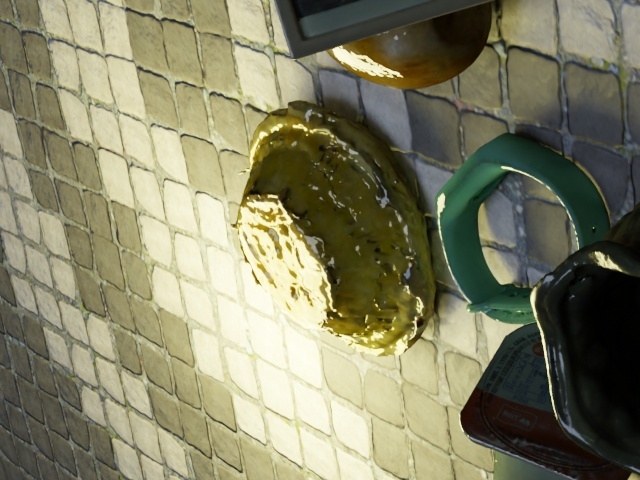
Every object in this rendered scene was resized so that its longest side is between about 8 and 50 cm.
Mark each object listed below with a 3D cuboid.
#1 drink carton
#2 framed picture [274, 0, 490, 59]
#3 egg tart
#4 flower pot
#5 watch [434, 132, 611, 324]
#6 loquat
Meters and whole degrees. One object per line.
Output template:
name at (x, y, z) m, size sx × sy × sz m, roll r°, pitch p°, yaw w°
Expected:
drink carton at (0.265, 0.218, 1.828) m, size 0.185 × 0.191 × 0.189 m, roll 16°, pitch 141°, yaw 23°
framed picture at (0.089, -0.322, 1.624) m, size 0.024 × 0.315 × 0.232 m, roll -82°, pitch -26°, yaw -76°
egg tart at (0.000, 0.001, 2.094) m, size 0.341 × 0.132 × 0.341 m, roll 34°, pitch 139°, yaw 37°
flower pot at (0.351, 0.101, 1.577) m, size 0.302 × 0.213 × 0.302 m, roll 33°, pitch 136°, yaw 39°
watch at (0.213, -0.006, 1.847) m, size 0.195 × 0.068 × 0.237 m, roll 55°, pitch 143°, yaw 10°
loquat at (0.077, -0.245, 1.773) m, size 0.227 × 0.179 × 0.179 m, roll 27°, pitch 133°, yaw 56°
